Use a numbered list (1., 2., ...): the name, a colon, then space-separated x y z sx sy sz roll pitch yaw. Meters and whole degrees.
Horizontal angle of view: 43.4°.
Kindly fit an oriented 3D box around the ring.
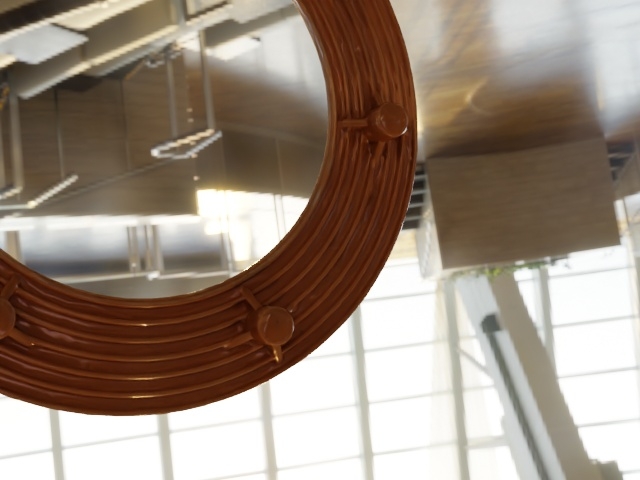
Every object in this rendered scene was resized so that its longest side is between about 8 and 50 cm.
1. ring: -0.089 -0.079 0.417 0.337 0.336 0.032 -4 177 -26
